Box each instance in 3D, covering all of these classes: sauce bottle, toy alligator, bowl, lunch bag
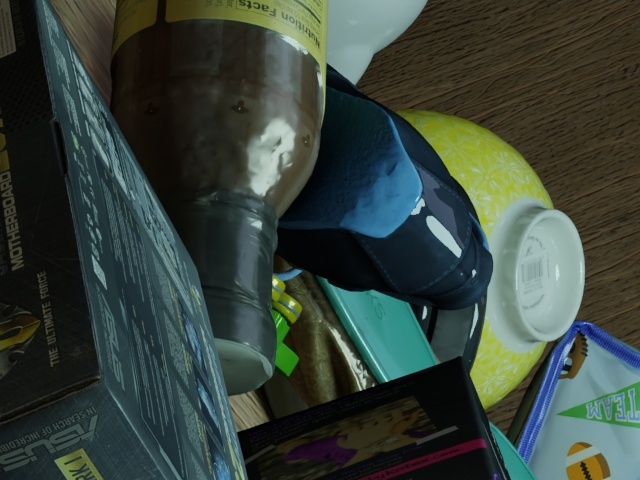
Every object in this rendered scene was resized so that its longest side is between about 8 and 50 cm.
[{"bbox_3d":[-0.052,-0.091,0.965,0.111,0.111,0.344,60,30,-58],"label":"sauce bottle"},{"bbox_3d":[-0.056,0.036,1.084,0.051,0.056,0.190,26,-12,22],"label":"toy alligator"},{"bbox_3d":[0.138,0.028,1.701,0.289,0.156,0.290,-4,95,-53],"label":"bowl"},{"bbox_3d":[0.261,0.295,1.841,0.328,0.238,0.386,42,72,-79],"label":"lunch bag"}]

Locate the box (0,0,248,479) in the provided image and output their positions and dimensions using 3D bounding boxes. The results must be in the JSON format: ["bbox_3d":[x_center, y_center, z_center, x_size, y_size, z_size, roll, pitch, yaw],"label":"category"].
[{"bbox_3d":[-0.083,0.038,0.718,0.233,0.059,0.183,-107,173,-47],"label":"box"}]

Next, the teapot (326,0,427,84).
[{"bbox_3d":[-0.044,-0.238,1.618,0.252,0.187,0.256,38,35,-20],"label":"teapot"}]

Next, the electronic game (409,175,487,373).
[{"bbox_3d":[0.061,0.054,1.514,0.229,0.048,0.229,-30,-125,56],"label":"electronic game"}]

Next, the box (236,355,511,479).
[{"bbox_3d":[0.037,0.178,0.914,0.270,0.143,0.165,-82,152,-80],"label":"box"}]

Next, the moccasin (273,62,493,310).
[{"bbox_3d":[-0.010,-0.027,1.108,0.117,0.138,0.342,42,3,-25],"label":"moccasin"}]

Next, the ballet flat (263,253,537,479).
[{"bbox_3d":[0.045,0.136,1.257,0.342,0.124,0.116,56,41,-6],"label":"ballet flat"}]
